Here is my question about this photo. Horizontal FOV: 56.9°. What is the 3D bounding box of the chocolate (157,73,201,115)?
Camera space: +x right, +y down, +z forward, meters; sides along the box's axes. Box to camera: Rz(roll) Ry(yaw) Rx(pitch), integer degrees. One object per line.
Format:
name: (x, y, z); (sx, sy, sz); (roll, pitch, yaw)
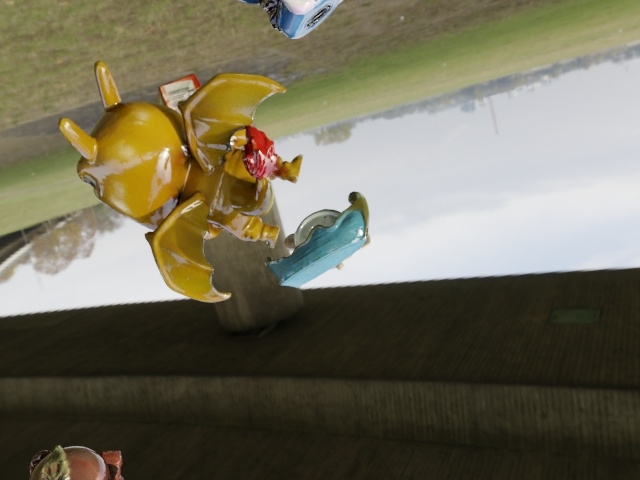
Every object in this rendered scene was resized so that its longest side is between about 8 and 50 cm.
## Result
chocolate: (-0.333, -0.246, 1.476); (0.108, 0.237, 0.234); (-15, 157, -25)

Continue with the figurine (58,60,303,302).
figurine: (-0.235, -0.141, 1.066); (0.387, 0.400, 0.268); (18, -154, -1)

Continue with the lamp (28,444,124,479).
lamp: (-0.502, 0.487, 1.170); (0.215, 0.151, 0.223); (2, 157, 3)

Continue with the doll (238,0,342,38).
doll: (-0.104, -0.583, 1.230); (0.284, 0.310, 0.240); (-42, -178, -38)

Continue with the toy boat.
toy boat: (0.000, 0.000, 0.895); (0.185, 0.077, 0.075); (-33, 156, 25)

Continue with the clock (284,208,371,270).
clock: (0.011, -0.002, 1.484); (0.229, 0.063, 0.155); (-1, -122, 21)
